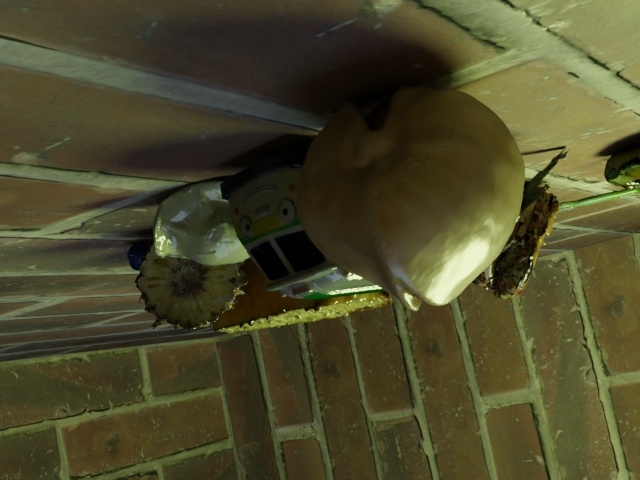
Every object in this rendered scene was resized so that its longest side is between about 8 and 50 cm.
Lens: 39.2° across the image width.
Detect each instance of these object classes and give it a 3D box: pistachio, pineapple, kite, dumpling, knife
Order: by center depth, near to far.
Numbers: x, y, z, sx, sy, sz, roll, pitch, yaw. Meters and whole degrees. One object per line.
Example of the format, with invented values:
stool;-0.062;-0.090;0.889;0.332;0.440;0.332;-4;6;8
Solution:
pistachio;0.097;-0.043;0.911;0.230;0.230;0.309;-14;173;19
dumpling;-0.130;-0.034;1.185;0.169;0.100;0.134;6;132;-3
kite;0.287;-0.045;1.387;0.268;0.013;0.323;-46;179;3
pineapple;-0.199;0.058;1.430;0.176;0.161;0.137;-33;176;3
knife;0.603;-0.091;2.003;0.212;0.015;0.054;-13;164;17

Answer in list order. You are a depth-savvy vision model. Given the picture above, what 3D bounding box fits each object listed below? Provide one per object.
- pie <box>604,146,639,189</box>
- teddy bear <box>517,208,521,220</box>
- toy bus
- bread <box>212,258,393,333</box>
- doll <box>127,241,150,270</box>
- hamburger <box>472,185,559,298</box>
pie;0.656;-0.153;1.449;0.371;0.078;0.296;-10;170;-6
teddy bear;0.188;-0.057;1.325;0.251;0.144;0.171;-39;-170;41
toy bus;0.038;-0.021;1.131;0.143;0.179;0.305;-19;169;42
bread;-0.049;0.050;1.511;0.194;0.179;0.340;-1;170;-43
doll;-0.273;0.029;1.493;0.098;0.058;0.143;1;173;26
hamburger;0.366;0.001;1.679;0.107;0.231;0.231;27;179;12
